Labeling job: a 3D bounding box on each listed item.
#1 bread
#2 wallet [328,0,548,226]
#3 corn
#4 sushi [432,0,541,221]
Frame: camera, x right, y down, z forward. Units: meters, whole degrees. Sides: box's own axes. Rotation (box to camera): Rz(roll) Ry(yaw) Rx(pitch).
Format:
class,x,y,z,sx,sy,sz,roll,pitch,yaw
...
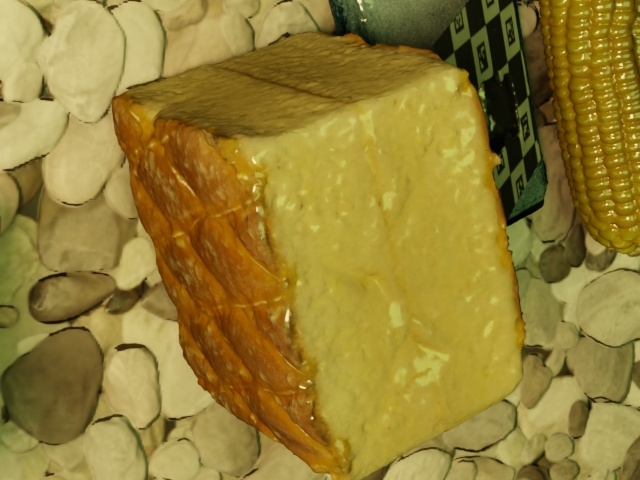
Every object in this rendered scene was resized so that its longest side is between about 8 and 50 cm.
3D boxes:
class,x,y,z,sx,sy,sz,roll,pitch,yaw
bread,0.000,0.000,0.947,0.207,0.279,0.279,-24,111,-23
wallet,0.101,-0.176,1.083,0.191,0.046,0.379,-24,111,-24
corn,0.268,-0.154,1.138,0.120,0.120,0.363,-21,107,-22
sushi,0.120,-0.109,1.020,0.215,0.051,0.192,-52,133,-54
